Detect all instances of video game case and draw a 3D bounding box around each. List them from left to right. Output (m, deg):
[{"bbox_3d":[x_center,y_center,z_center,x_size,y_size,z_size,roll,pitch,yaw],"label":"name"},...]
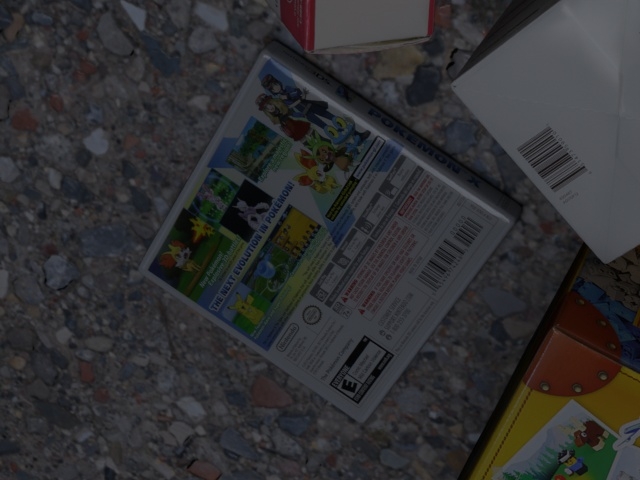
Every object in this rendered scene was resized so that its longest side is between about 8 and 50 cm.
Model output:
[{"bbox_3d":[0.000,0.000,1.781,0.300,0.036,0.329,34,127,1],"label":"video game case"}]

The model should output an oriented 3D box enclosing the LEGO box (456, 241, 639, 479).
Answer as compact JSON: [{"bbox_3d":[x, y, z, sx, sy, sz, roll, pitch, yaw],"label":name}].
[{"bbox_3d":[0.242,0.208,1.593,0.193,0.372,0.500,27,125,7],"label":"LEGO box"}]

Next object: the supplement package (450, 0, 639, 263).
[{"bbox_3d":[0.274,-0.158,1.428,0.198,0.262,0.199,-36,100,35],"label":"supplement package"}]

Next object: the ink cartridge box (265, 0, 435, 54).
[{"bbox_3d":[-0.004,-0.306,1.442,0.117,0.283,0.207,-10,122,-17],"label":"ink cartridge box"}]
